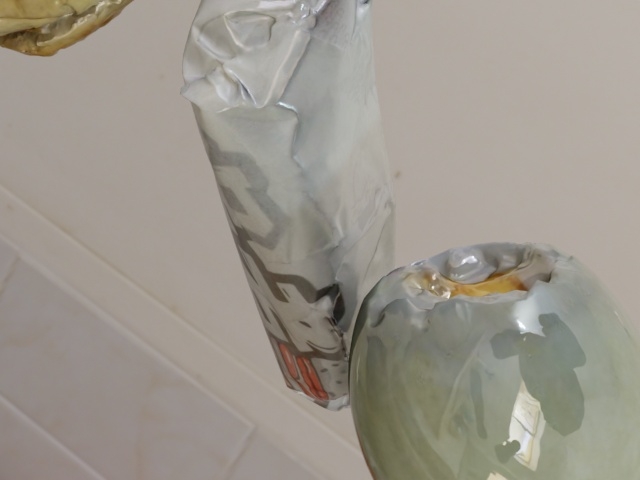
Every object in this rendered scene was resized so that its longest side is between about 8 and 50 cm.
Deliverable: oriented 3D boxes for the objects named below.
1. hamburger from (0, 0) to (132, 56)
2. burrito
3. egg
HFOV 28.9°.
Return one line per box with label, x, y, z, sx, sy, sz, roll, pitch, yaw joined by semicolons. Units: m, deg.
hamburger;-0.163;-0.238;0.684;0.145;0.259;0.283;1;132;-55
burrito;0.000;0.000;0.815;0.445;0.101;0.139;79;24;-47
egg;0.114;0.114;0.746;0.183;0.183;0.217;-32;115;-55
